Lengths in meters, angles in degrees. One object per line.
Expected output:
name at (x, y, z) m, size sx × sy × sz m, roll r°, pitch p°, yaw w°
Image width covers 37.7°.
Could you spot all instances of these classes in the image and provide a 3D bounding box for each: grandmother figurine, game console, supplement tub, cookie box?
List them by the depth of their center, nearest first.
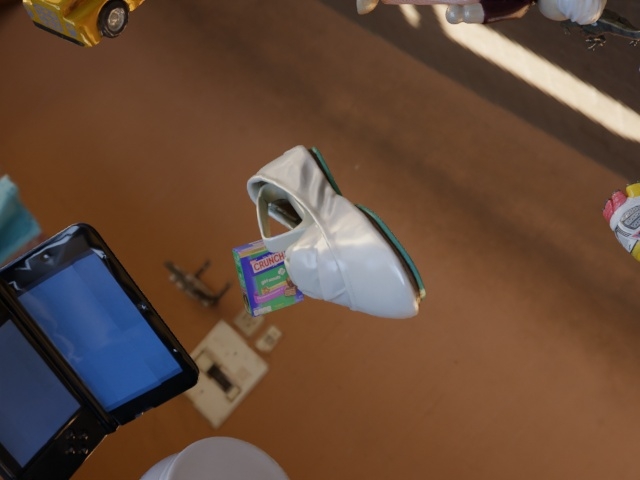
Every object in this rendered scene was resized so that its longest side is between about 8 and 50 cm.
game console at (-0.354, 0.170, 1.267) m, size 0.173 × 0.250 × 0.293 m, roll -18°, pitch 113°, yaw 41°
supplement tub at (-0.188, 0.441, 1.312) m, size 0.235 × 0.325 × 0.235 m, roll 22°, pitch -139°, yaw -20°
grandmother figurine at (0.236, -0.368, 1.345) m, size 0.342 × 0.208 × 0.104 m, roll 12°, pitch 152°, yaw 17°
cookie box at (-0.082, 0.054, 1.468) m, size 0.040 × 0.091 × 0.107 m, roll 22°, pitch 127°, yaw 64°

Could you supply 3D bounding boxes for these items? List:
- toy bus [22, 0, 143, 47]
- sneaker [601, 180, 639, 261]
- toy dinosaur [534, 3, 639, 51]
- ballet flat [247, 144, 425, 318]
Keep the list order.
toy bus at (-0.231, -0.393, 1.173) m, size 0.108 × 0.333 × 0.130 m, roll 27°, pitch 153°, yaw 26°
sneaker at (0.452, -0.021, 1.104) m, size 0.088 × 0.225 × 0.093 m, roll 85°, pitch 174°, yaw -56°
toy dinosaur at (0.458, -0.346, 1.511) m, size 0.268 × 0.064 × 0.118 m, roll 27°, pitch -175°, yaw 41°
ballet flat at (0.000, 0.000, 1.187) m, size 0.139 × 0.139 × 0.400 m, roll 41°, pitch -173°, yaw -33°
